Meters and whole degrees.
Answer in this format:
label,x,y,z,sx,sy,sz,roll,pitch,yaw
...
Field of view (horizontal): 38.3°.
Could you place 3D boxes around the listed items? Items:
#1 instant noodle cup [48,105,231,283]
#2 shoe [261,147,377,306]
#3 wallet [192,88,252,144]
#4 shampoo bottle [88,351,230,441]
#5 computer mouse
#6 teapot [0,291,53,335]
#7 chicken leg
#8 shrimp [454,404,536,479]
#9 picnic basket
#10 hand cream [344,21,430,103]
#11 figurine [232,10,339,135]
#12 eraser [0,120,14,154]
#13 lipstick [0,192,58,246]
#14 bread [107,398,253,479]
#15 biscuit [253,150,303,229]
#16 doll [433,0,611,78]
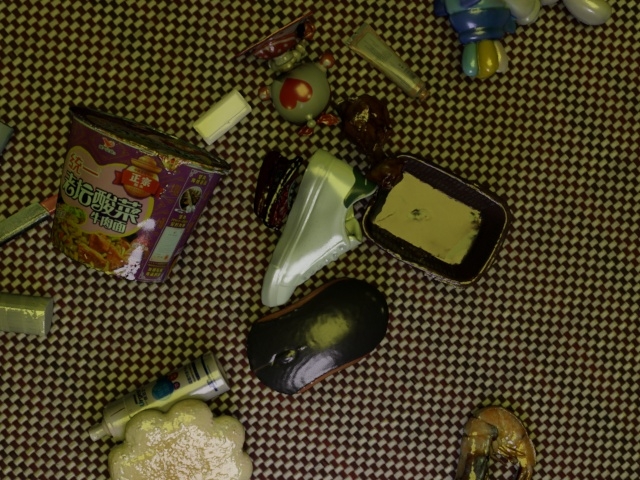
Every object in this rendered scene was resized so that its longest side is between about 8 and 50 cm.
label,x,y,z,sx,sy,sz,roll,pitch,yaw
instant noodle cup,-0.375,-0.083,1.815,0.339,0.340,0.266,21,98,-4
shoe,0.000,0.000,1.883,0.160,0.132,0.363,24,115,4
wallet,-0.209,-0.262,1.959,0.122,0.025,0.061,-40,101,-2
shampoo bottle,-0.343,0.339,1.933,0.303,0.092,0.092,-25,93,-3
computer mouse,-0.005,0.199,1.944,0.323,0.116,0.183,-30,90,-3
teapot,-0.666,0.161,1.916,0.200,0.077,0.107,8,111,-4
chicken leg,0.105,-0.196,1.873,0.113,0.304,0.093,-18,130,4
shrimp,0.376,0.508,2.007,0.178,0.075,0.290,15,78,-7
picnic basket,0.235,-0.042,1.945,0.296,0.129,0.223,27,91,-4
hand cream,0.149,-0.375,1.976,0.209,0.043,0.067,44,86,1
figurine,-0.046,-0.329,1.914,0.183,0.160,0.226,-31,101,-2
eraser,-0.760,-0.176,1.893,0.174,0.081,0.227,29,90,-1
lipstick,-0.664,-0.015,1.922,0.312,0.051,0.051,-31,93,-5
bread,-0.290,0.475,1.919,0.315,0.054,0.316,-4,110,-11
biscuit,-0.087,-0.104,1.871,0.063,0.235,0.151,13,94,-12
doll,0.381,-0.537,1.912,0.365,0.187,0.376,-38,76,-10
